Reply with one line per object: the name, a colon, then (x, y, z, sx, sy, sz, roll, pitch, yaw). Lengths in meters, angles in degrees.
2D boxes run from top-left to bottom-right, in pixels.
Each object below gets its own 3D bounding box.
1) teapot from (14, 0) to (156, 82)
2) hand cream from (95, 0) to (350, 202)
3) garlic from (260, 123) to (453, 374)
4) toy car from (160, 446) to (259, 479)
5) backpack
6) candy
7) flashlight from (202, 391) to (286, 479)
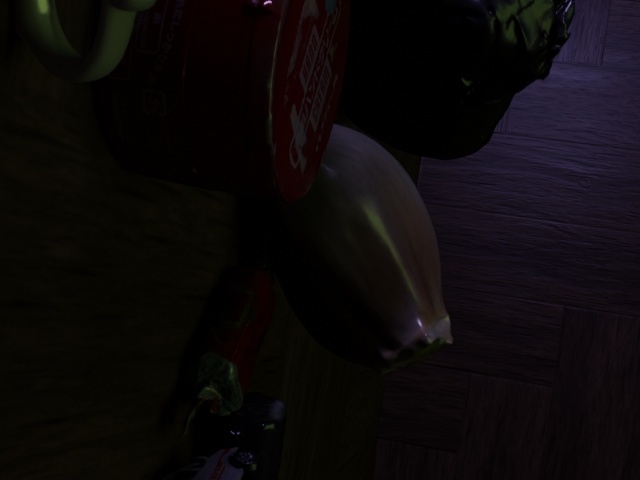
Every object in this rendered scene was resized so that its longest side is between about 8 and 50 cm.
teapot: (-0.124, -0.227, 0.470, 0.204, 0.139, 0.298, -14, 118, -48)
hand cream: (-0.072, -0.148, 0.733, 0.230, 0.149, 0.230, 11, 90, -80)
garlic: (0.000, 0.000, 1.124, 0.340, 0.231, 0.246, 46, 38, -23)
toy car: (-0.128, 0.280, 0.890, 0.209, 0.108, 0.089, -63, 156, -68)
backpack: (0.164, -0.299, 1.350, 0.255, 0.363, 0.445, -46, 164, -28)
candy: (-0.097, 0.107, 1.006, 0.292, 0.059, 0.086, -71, 163, -45)
flashlight: (-0.109, 0.385, 1.096, 0.103, 0.103, 0.424, -48, 147, -69)
